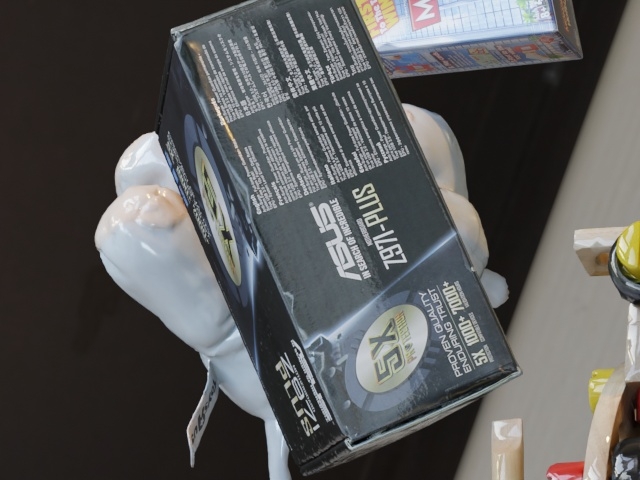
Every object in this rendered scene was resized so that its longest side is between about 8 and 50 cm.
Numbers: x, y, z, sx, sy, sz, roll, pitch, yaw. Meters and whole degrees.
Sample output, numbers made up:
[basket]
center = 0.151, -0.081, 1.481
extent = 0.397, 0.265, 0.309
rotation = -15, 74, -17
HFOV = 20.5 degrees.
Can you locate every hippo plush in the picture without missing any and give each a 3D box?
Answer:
[hippo plush]
center = -0.008, -0.001, 1.302
extent = 0.234, 0.237, 0.294
rotation = 40, 34, -37

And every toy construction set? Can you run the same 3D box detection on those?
[toy construction set]
center = 0.212, 0.106, 1.161
extent = 0.257, 0.237, 0.309
rotation = 20, -29, -36

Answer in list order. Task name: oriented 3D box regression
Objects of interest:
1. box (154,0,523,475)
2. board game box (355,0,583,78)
[box]
center = 0.000, 0.000, 0.752
extent = 0.078, 0.180, 0.147
rotation = -22, -7, -12
[board game box]
center = 0.087, -0.205, 1.368
extent = 0.194, 0.194, 0.060
rotation = -18, -24, 23
